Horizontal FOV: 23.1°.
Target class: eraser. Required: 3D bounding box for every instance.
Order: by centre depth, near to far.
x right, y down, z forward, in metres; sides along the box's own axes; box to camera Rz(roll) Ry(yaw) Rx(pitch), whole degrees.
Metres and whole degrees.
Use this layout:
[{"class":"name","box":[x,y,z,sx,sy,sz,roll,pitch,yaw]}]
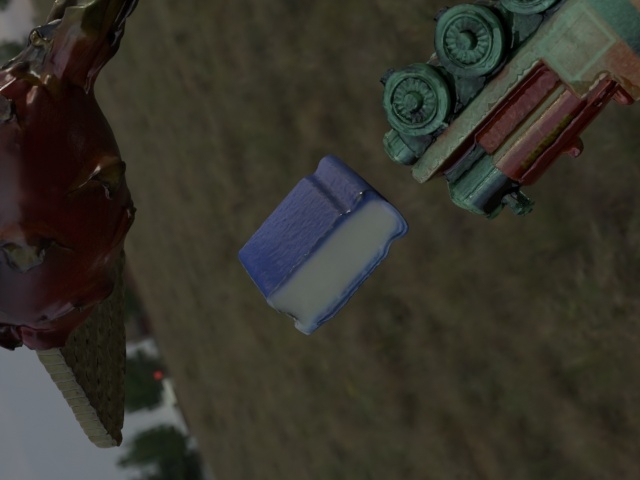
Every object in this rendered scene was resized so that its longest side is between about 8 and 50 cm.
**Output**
[{"class":"eraser","box":[0.000,0.000,0.655,0.027,0.063,0.085,42,-178,-16]}]

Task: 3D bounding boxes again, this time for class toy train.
[{"class":"toy train","box":[0.114,-0.087,0.841,0.118,0.176,0.074,47,-154,12]}]

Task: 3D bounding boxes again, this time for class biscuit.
[{"class":"biscuit","box":[-0.167,0.032,1.082,0.254,0.029,0.172,81,-174,-66]}]

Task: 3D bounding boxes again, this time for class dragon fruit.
[{"class":"dragon fruit","box":[-0.152,-0.058,0.865,0.125,0.246,0.125,31,-167,36]}]
